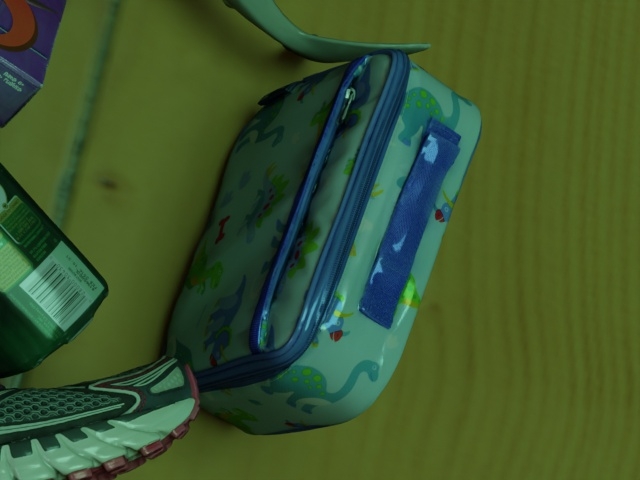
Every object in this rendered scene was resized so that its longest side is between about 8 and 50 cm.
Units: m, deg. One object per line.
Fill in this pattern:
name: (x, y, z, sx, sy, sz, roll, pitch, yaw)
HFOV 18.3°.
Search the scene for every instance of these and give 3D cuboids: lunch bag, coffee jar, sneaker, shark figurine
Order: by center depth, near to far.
sneaker: (-0.208, 0.088, 1.002, 0.299, 0.121, 0.112, -5, 80, -14)
coffee jar: (-0.205, -0.014, 1.075, 0.184, 0.096, 0.079, 51, 60, -14)
lunch bag: (0.000, 0.000, 1.161, 0.090, 0.176, 0.219, 32, 66, -26)
shark figurine: (-0.048, -0.218, 1.188, 0.166, 0.116, 0.278, -26, 92, -53)

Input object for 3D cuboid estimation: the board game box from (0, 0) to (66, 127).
board game box: (-0.279, -0.226, 1.044, 0.347, 0.056, 0.208, 34, 41, -24)
